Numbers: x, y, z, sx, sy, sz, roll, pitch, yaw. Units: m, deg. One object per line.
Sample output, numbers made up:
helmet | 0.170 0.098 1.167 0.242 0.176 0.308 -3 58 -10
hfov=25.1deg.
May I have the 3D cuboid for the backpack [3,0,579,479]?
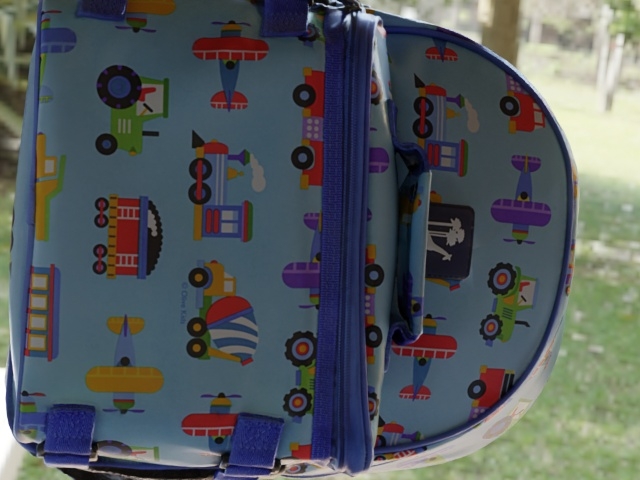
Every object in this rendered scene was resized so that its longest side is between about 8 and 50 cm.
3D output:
backpack | 0.000 0.000 0.428 0.173 0.158 0.117 7 -2 -7
